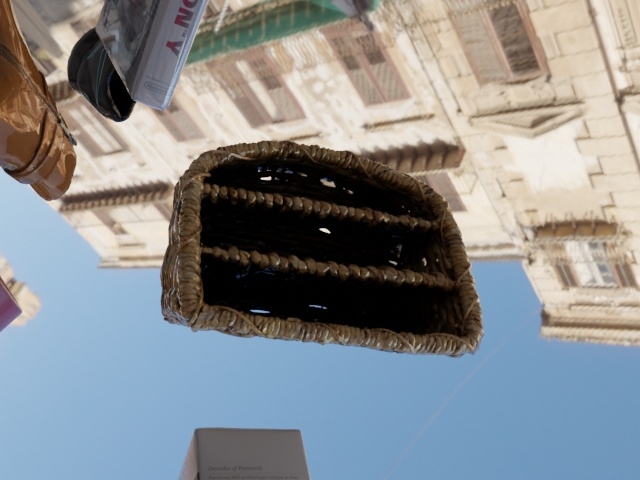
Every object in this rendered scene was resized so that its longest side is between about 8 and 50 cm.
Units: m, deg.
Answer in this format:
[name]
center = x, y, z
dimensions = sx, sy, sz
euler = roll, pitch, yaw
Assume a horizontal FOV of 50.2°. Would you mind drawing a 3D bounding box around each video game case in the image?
[video game case]
center = -0.085, -0.189, 0.402
dimensions = 0.184, 0.023, 0.201
euler = -65, -150, 16

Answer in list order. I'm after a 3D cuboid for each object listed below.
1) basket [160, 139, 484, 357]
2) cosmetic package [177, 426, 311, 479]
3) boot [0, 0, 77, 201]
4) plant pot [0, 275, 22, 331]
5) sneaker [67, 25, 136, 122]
[basket]
center = 0.000, 0.000, 0.704
dimensions = 0.223, 0.299, 0.214
euler = 162, -63, -72
[cosmetic package]
center = -0.099, 0.362, 0.884
dimensions = 0.184, 0.151, 0.151
euler = -107, -149, -47
[boot]
center = -0.245, -0.138, 0.530
dimensions = 0.072, 0.152, 0.197
euler = -11, -122, 15
[plant pot]
center = -0.462, 0.079, 0.786
dimensions = 0.180, 0.201, 0.201
euler = -34, -147, -21
[sneaker]
center = -0.199, -0.259, 0.811
dimensions = 0.267, 0.101, 0.106
euler = -52, -126, 20
